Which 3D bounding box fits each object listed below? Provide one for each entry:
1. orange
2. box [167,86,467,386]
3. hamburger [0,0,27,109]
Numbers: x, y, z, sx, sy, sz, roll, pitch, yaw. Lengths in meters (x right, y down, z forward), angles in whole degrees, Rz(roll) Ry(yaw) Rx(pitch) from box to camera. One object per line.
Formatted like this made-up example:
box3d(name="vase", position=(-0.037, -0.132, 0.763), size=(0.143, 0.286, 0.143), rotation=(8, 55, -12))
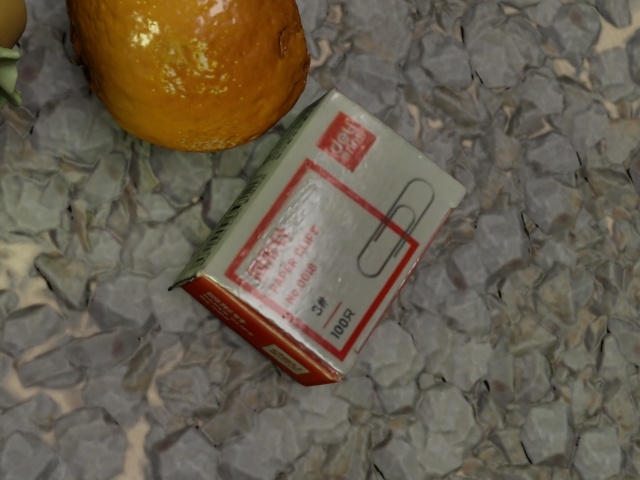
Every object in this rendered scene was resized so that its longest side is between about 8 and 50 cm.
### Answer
box3d(name="orange", position=(-0.095, -0.153, 1.016), size=(0.161, 0.193, 0.193), rotation=(-18, 89, -13))
box3d(name="box", position=(0.000, 0.000, 1.071), size=(0.133, 0.099, 0.182), rotation=(39, 73, -8))
box3d(name="hamburger", position=(-0.329, -0.095, 0.887), size=(0.274, 0.274, 0.212), rotation=(27, 68, -13))
